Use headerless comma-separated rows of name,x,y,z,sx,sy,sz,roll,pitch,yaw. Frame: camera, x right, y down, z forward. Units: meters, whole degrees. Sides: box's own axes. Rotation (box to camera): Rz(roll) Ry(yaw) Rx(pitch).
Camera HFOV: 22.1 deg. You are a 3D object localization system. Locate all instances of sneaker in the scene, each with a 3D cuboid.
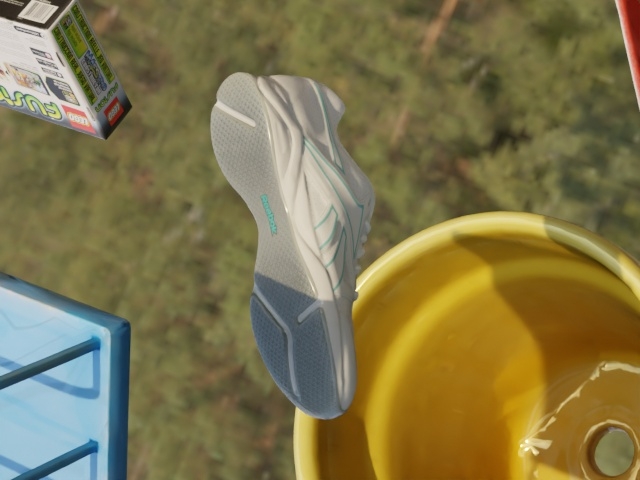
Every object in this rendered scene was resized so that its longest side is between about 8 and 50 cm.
sneaker,0.000,0.000,0.705,0.061,0.152,0.054,-9,177,-39

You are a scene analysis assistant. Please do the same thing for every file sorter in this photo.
file sorter,-0.147,0.104,0.581,0.118,0.170,0.104,18,-155,33

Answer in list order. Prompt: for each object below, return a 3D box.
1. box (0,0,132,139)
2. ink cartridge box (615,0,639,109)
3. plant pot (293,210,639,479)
box,-0.242,-0.146,1.180,0.207,0.036,0.114,19,151,30
ink cartridge box,0.187,-0.141,0.731,0.060,0.275,0.239,-11,-174,27
plant pot,0.149,0.128,1.028,0.254,0.254,0.239,16,177,32
